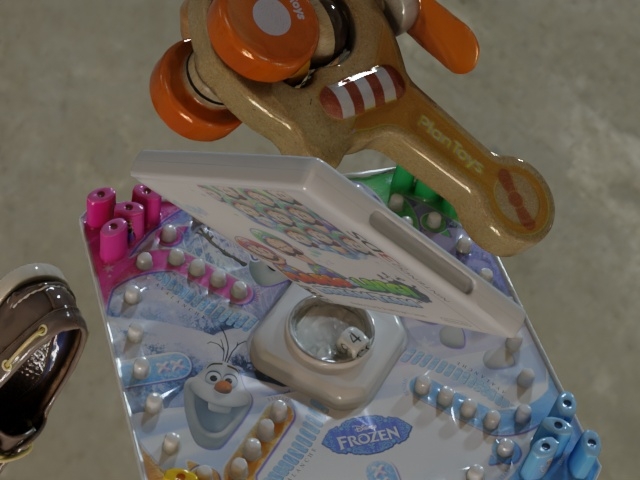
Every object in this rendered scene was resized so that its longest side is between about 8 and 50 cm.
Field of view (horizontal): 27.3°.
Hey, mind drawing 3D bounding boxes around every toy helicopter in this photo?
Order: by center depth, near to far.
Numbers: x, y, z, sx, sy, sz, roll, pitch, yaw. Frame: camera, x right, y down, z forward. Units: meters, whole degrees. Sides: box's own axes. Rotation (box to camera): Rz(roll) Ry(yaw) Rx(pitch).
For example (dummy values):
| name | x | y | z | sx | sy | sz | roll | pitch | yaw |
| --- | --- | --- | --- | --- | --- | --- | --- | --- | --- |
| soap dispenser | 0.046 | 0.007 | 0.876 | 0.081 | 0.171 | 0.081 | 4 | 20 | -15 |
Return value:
| name | x | y | z | sx | sy | sz | roll | pitch | yaw |
| --- | --- | --- | --- | --- | --- | --- | --- | --- | --- |
| toy helicopter | 0.054 | -0.122 | 1.079 | 0.355 | 0.140 | 0.235 | 38 | 55 | -12 |

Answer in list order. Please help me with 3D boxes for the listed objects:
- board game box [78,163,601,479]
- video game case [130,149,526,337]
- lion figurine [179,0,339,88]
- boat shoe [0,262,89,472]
| name | x | y | z | sx | sy | sz | roll | pitch | yaw |
| --- | --- | --- | --- | --- | --- | --- | --- | --- | --- |
| board game box | 0.010 | 0.079 | 1.188 | 0.390 | 0.050 | 0.390 | -8 | 52 | -17 |
| video game case | 0.000 | 0.000 | 0.638 | 0.143 | 0.157 | 0.019 | 34 | 75 | -33 |
| lion figurine | -0.087 | -0.227 | 1.547 | 0.240 | 0.142 | 0.392 | 9 | 15 | -28 |
| boat shoe | -0.346 | 0.178 | 1.426 | 0.117 | 0.324 | 0.096 | 8 | 31 | -46 |
